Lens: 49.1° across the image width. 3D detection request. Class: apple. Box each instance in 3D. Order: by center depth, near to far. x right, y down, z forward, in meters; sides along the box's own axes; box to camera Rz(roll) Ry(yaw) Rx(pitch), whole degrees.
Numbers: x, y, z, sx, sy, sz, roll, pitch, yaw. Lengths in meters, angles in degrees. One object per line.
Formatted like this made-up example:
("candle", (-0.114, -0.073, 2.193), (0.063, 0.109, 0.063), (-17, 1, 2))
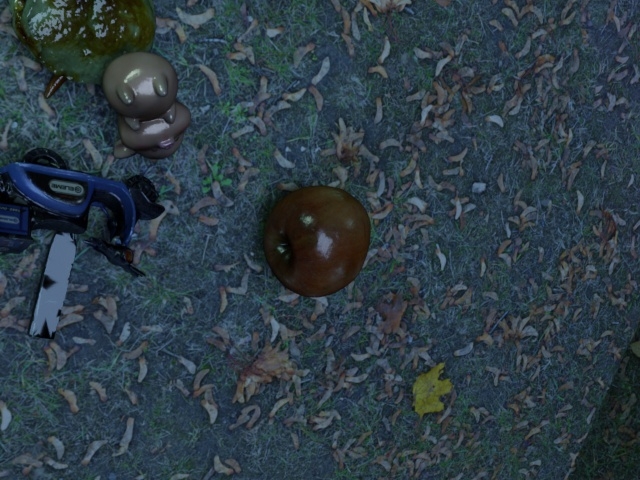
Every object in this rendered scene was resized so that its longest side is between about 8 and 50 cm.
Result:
("apple", (0.000, 0.000, 1.592), (0.254, 0.253, 0.253), (-8, 107, -27))

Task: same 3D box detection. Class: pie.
("pie", (-0.438, -0.423, 1.306), (0.275, 0.105, 0.257), (7, 94, -39))

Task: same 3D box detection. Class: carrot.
("carrot", (-0.487, -0.330, 1.351), (0.035, 0.035, 0.142), (41, 85, -30))

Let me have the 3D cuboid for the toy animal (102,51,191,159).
("toy animal", (-0.338, -0.257, 1.356), (0.167, 0.154, 0.250), (-12, 151, -11))

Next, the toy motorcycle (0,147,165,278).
("toy motorcycle", (-0.467, -0.049, 1.360), (0.359, 0.125, 0.212), (9, 67, -39))

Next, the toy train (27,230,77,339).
("toy train", (-0.540, 0.074, 1.427), (0.055, 0.048, 0.251), (15, 90, -26))
